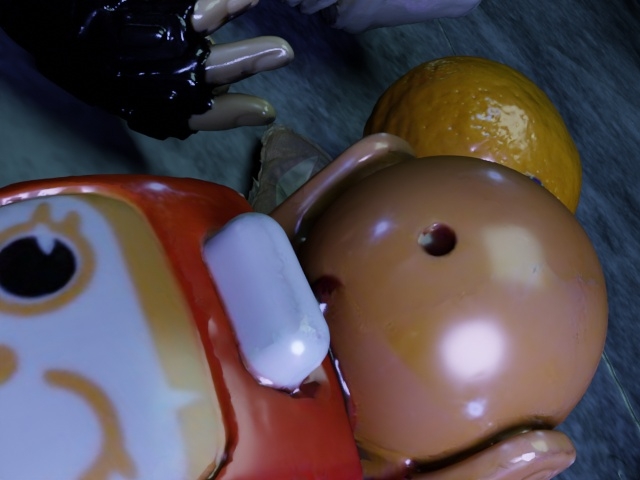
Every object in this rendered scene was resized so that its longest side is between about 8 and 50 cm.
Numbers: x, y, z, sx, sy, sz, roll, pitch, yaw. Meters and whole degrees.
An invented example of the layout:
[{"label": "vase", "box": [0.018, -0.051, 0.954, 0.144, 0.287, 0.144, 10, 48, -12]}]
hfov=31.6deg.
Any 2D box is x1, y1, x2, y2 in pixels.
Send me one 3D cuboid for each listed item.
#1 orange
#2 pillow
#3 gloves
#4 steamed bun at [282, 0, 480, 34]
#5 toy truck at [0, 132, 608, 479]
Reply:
[{"label": "orange", "box": [0.115, -0.054, 0.861, 0.177, 0.155, 0.177, 51, 0, 0]}, {"label": "pillow", "box": [-0.002, -0.002, 0.765, 0.135, 0.034, 0.211, 39, 26, -16]}, {"label": "gloves", "box": [-0.111, -0.131, 0.662, 0.203, 0.124, 0.164, 46, 7, 12]}, {"label": "steamed bun", "box": [0.004, -0.294, 1.000, 0.268, 0.207, 0.280, 66, 4, 31]}, {"label": "toy truck", "box": [-0.031, 0.053, 0.417, 0.265, 0.239, 0.189, 13, 43, -49]}]
